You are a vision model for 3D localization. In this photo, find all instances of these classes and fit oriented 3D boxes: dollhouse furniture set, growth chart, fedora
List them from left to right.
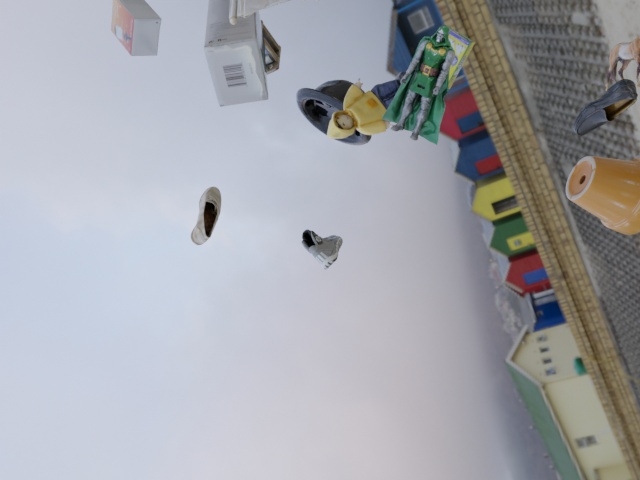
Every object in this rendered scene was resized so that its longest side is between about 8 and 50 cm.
[{"bbox_3d":[-0.252,-0.651,2.009,0.129,0.184,0.128,47,-146,-45],"label":"dollhouse furniture set"},{"bbox_3d":[-0.103,-0.557,1.271,0.021,0.238,0.171,58,-150,-48],"label":"growth chart"},{"bbox_3d":[0.076,-0.511,2.182,0.152,0.334,0.334,-56,-45,-15],"label":"fedora"}]

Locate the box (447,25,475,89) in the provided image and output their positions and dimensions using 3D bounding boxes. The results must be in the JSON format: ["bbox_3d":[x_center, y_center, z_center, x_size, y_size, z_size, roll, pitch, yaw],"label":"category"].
[{"bbox_3d":[0.372,-0.537,1.717,0.105,0.179,0.043,41,-141,22],"label":"box"}]

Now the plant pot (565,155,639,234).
[{"bbox_3d":[0.788,-0.140,1.552,0.188,0.205,0.205,18,-144,-6],"label":"plant pot"}]

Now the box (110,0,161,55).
[{"bbox_3d":[-0.593,-0.691,1.828,0.091,0.130,0.170,-16,-128,-37],"label":"box"}]

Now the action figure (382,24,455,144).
[{"bbox_3d":[0.213,-0.324,1.165,0.063,0.137,0.232,-40,-28,-53],"label":"action figure"}]

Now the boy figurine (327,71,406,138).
[{"bbox_3d":[0.136,-0.391,1.674,0.177,0.285,0.092,61,169,4],"label":"boy figurine"}]

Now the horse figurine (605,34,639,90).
[{"bbox_3d":[0.961,-0.561,1.773,0.263,0.066,0.174,-111,23,-83],"label":"horse figurine"}]

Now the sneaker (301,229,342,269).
[{"bbox_3d":[0.000,0.000,1.915,0.132,0.086,0.228,41,-164,-10],"label":"sneaker"}]

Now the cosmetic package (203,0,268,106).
[{"bbox_3d":[-0.250,-0.582,1.702,0.196,0.155,0.365,80,-178,-46],"label":"cosmetic package"}]

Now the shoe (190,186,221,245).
[{"bbox_3d":[-0.346,-0.084,1.792,0.077,0.058,0.218,31,-129,-31],"label":"shoe"}]

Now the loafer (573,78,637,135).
[{"bbox_3d":[0.675,-0.305,1.360,0.062,0.170,0.061,18,-130,-16],"label":"loafer"}]
